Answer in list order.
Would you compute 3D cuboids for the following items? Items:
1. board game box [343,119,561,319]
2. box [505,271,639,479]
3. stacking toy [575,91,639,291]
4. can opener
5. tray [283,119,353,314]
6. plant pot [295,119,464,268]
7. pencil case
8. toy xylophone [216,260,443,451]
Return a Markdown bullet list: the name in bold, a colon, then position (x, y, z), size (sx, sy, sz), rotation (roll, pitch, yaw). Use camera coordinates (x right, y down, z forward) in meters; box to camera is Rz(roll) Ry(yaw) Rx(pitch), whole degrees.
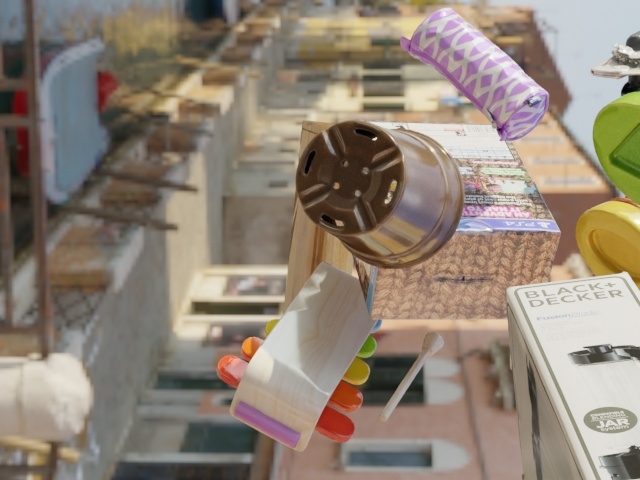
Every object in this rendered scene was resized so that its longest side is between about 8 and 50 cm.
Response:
- **board game box**: position (0.162, -0.033, 1.720), size (0.291, 0.232, 0.141), rotation (-103, -163, -56)
- **box**: position (0.185, 0.154, 0.762), size (0.290, 0.087, 0.169), rotation (-98, 179, -68)
- **stacking toy**: position (0.416, -0.034, 1.286), size (0.309, 0.130, 0.279), rotation (32, -32, 38)
- **can opener**: position (0.451, -0.246, 1.721), size (0.280, 0.074, 0.093), rotation (-35, 124, -46)
- **tray**: position (0.000, 0.000, 2.256), size (0.203, 0.076, 0.411), rotation (-146, -120, -73)
- **plant pot**: position (0.060, -0.057, 1.410), size (0.165, 0.167, 0.167), rotation (16, 73, -69)
- **pencil case**: position (0.201, -0.211, 1.628), size (0.206, 0.088, 0.086), rotation (48, -16, 28)
- **toy xylophone**: position (0.021, 0.158, 1.743), size (0.322, 0.236, 0.081), rotation (-43, 159, -44)
